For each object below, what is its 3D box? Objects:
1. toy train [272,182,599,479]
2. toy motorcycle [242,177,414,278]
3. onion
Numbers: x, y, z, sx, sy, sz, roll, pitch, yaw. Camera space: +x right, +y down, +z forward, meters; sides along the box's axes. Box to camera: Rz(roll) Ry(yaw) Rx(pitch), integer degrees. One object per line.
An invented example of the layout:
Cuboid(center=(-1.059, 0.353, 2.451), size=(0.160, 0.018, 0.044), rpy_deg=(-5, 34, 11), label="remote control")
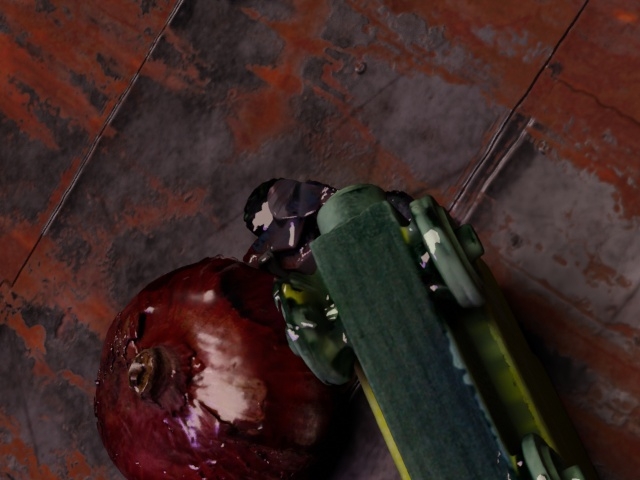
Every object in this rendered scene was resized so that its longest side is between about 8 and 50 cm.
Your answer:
Cuboid(center=(0.122, 0.159, 1.464), size=(0.179, 0.272, 0.442), rpy_deg=(-30, 56, 11), label="toy train")
Cuboid(center=(-0.001, 0.000, 1.740), size=(0.213, 0.082, 0.122), rpy_deg=(6, 76, 40), label="toy motorcycle")
Cuboid(center=(-0.108, 0.140, 1.679), size=(0.252, 0.219, 0.252), rpy_deg=(-5, 77, 23), label="onion")
